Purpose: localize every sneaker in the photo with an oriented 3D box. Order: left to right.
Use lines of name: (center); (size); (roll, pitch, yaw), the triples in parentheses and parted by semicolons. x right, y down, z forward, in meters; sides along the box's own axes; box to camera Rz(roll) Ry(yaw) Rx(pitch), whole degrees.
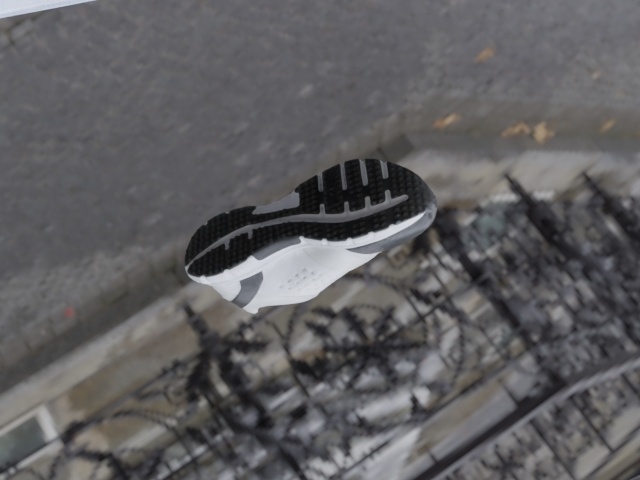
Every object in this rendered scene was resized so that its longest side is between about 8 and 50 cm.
sneaker: (0.000, 0.000, 0.547); (0.109, 0.040, 0.044); (-16, 139, 26)

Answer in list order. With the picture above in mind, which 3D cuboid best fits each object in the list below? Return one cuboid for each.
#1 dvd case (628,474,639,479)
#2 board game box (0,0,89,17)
dvd case: (0.246, 0.136, 0.829); (0.221, 0.018, 0.164); (-24, 171, -17)
board game box: (-0.074, -0.263, 0.537); (0.066, 0.318, 0.319); (6, -159, 42)
